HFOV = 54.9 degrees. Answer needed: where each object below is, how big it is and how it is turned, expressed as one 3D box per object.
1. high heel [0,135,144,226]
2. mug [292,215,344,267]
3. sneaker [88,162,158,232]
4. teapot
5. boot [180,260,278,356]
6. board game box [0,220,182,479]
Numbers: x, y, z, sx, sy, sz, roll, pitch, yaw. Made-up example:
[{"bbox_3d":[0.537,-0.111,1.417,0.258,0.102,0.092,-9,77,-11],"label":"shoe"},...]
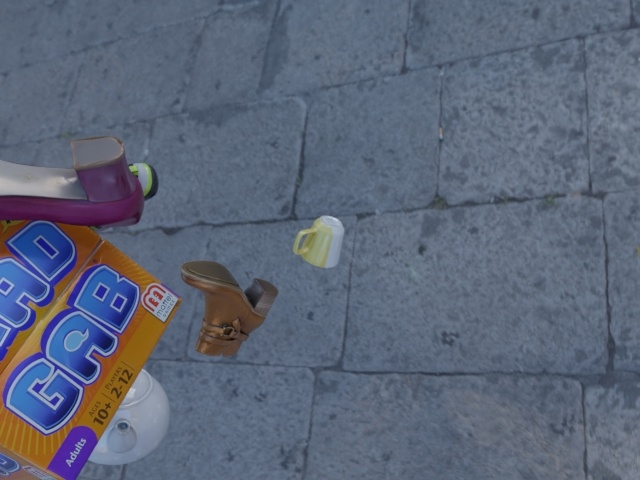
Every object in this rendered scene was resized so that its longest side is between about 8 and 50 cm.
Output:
[{"bbox_3d":[-0.465,-0.051,0.935,0.376,0.181,0.127,-6,54,-9],"label":"high heel"},{"bbox_3d":[0.004,0.001,0.925,0.062,0.078,0.064,27,119,14],"label":"mug"},{"bbox_3d":[-0.404,-0.087,1.141,0.234,0.097,0.084,-29,73,29],"label":"sneaker"},{"bbox_3d":[-0.470,0.373,1.438,0.255,0.252,0.187,17,117,21],"label":"teapot"},{"bbox_3d":[-0.261,0.175,1.517,0.220,0.283,0.109,-55,48,14],"label":"boot"},{"bbox_3d":[-0.535,0.178,1.058,0.356,0.356,0.357,-27,29,44],"label":"board game box"}]
